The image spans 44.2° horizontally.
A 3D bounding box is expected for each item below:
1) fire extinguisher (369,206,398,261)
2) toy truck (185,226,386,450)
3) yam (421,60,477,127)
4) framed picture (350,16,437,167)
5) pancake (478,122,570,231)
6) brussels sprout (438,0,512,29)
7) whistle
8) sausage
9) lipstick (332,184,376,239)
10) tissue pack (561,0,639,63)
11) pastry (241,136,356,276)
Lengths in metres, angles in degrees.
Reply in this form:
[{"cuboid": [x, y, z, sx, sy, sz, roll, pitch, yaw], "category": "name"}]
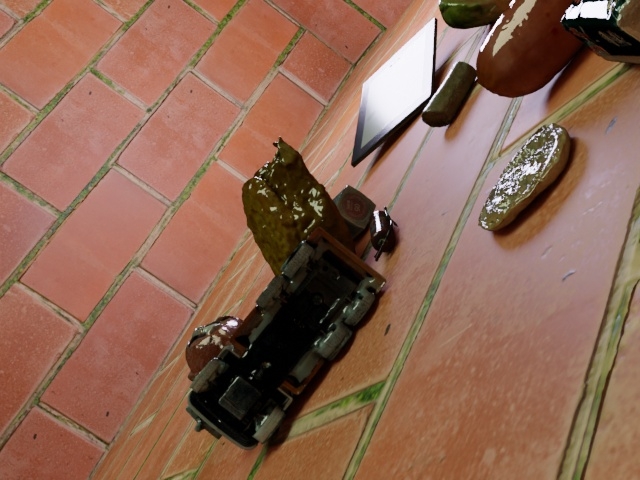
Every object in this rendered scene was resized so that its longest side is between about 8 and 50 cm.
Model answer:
[{"cuboid": [0.095, -0.011, 1.201, 0.056, 0.039, 0.132, -61, 7, 16], "category": "fire extinguisher"}, {"cuboid": [-0.060, 0.151, 1.125, 0.338, 0.133, 0.184, -52, -1, -1], "category": "toy truck"}, {"cuboid": [0.227, -0.253, 1.370, 0.132, 0.054, 0.054, -57, 9, -23], "category": "yam"}, {"cuboid": [0.173, -0.348, 1.824, 0.265, 0.016, 0.347, -40, 27, 36], "category": "framed picture"}, {"cuboid": [0.213, -0.065, 0.831, 0.139, 0.022, 0.139, -52, 9, 11], "category": "pancake"}, {"cuboid": [0.305, -0.482, 1.555, 0.183, 0.145, 0.131, -85, 4, -83], "category": "brussels sprout"}, {"cuboid": [-0.157, 0.201, 1.463, 0.142, 0.134, 0.346, -17, -3, -32], "category": "whistle"}, {"cuboid": [0.293, -0.285, 0.967, 0.259, 0.113, 0.113, -50, 10, 16], "category": "sausage"}, {"cuboid": [0.000, 0.000, 1.514, 0.289, 0.077, 0.076, -44, 14, 52], "category": "lipstick"}, {"cuboid": [0.301, -0.218, 0.725, 0.103, 0.090, 0.170, -50, 10, 11], "category": "tissue pack"}, {"cuboid": [-0.042, -0.017, 1.305, 0.132, 0.240, 0.235, -35, -11, -10], "category": "pastry"}]
